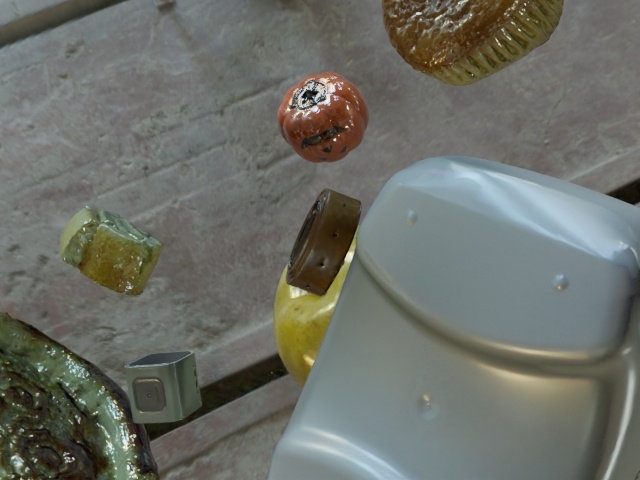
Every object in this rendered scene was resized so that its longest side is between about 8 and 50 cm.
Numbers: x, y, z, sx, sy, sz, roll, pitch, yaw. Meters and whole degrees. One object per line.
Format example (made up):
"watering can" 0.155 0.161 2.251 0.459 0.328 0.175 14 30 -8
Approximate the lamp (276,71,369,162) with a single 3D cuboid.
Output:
"lamp" 0.010 -0.248 1.390 0.188 0.164 0.187 -15 54 22

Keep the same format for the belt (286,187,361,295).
"belt" 0.000 0.000 0.528 0.036 0.059 0.083 21 106 -15

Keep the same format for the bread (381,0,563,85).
"bread" 0.223 -0.358 0.996 0.253 0.143 0.227 -32 66 34

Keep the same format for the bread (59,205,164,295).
"bread" -0.433 0.008 1.372 0.186 0.257 0.124 31 89 -33

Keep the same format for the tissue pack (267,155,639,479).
"tissue pack" 0.126 0.115 0.504 0.229 0.236 0.332 27 101 35

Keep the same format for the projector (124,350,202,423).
"projector" -0.223 0.207 0.954 0.083 0.083 0.082 -7 93 16

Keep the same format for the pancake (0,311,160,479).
"pancake" -0.427 0.247 1.052 0.067 0.305 0.427 -51 59 12

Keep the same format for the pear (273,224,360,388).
"pear" 0.083 0.127 1.039 0.315 0.314 0.314 1 79 -4
